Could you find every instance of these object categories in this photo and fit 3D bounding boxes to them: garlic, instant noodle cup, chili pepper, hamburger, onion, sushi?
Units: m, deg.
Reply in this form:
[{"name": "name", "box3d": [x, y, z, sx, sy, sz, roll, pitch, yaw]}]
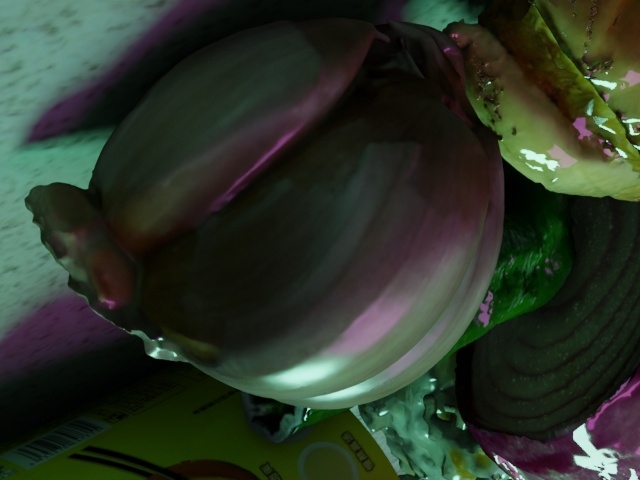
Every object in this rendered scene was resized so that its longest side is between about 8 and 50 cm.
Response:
[{"name": "garlic", "box3d": [0.000, 0.000, 0.718, 0.191, 0.160, 0.214, -28, 161, 6]}, {"name": "instant noodle cup", "box3d": [-0.086, 0.217, 0.987, 0.221, 0.311, 0.311, -32, 166, -32]}, {"name": "chili pepper", "box3d": [0.065, 0.013, 0.962, 0.099, 0.136, 0.270, 3, -161, 44]}, {"name": "hamburger", "box3d": [0.157, -0.084, 0.807, 0.124, 0.131, 0.262, -39, 167, 22]}, {"name": "onion", "box3d": [0.233, 0.074, 1.076, 0.230, 0.272, 0.256, 30, 93, -33]}, {"name": "sushi", "box3d": [0.215, 0.111, 1.377, 0.417, 0.176, 0.417, -25, 172, -4]}]
